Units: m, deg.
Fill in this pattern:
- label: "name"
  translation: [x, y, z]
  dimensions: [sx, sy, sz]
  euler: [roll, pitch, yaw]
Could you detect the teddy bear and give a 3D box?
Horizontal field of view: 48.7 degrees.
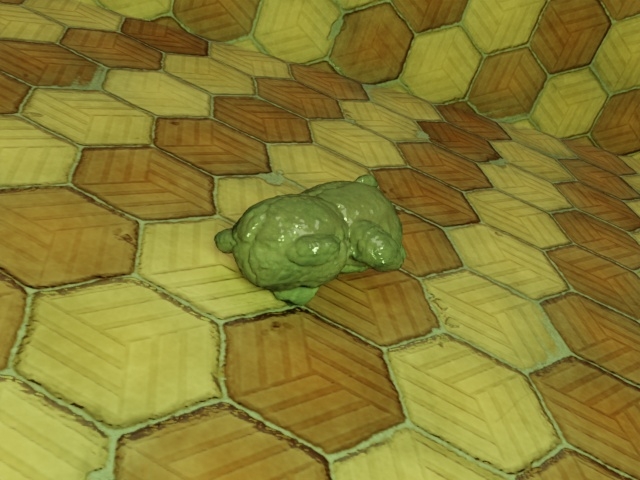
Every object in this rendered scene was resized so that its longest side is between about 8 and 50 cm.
- label: "teddy bear"
  translation: [0.001, -0.001, 0.970]
  dimensions: [0.235, 0.151, 0.267]
  euler: [3, 19, 36]
